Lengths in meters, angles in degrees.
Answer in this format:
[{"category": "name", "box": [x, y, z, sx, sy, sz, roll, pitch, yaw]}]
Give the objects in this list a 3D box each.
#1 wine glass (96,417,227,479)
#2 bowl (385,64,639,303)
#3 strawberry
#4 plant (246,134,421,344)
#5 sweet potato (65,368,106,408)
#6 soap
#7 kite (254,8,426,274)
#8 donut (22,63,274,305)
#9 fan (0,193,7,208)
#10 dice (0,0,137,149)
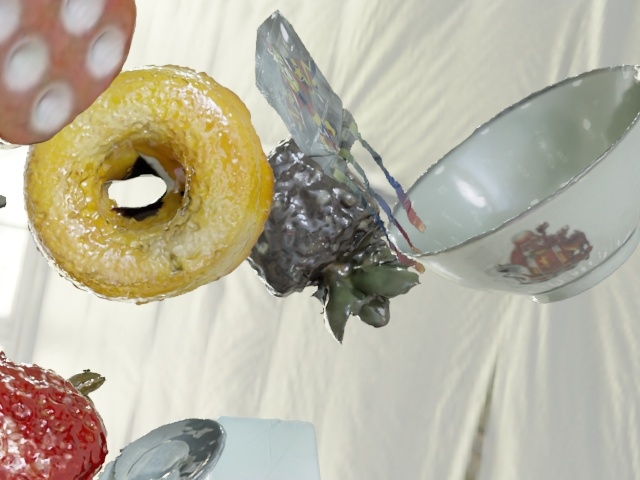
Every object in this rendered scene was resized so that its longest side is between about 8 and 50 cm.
[{"category": "wine glass", "box": [-0.077, 0.268, 0.996, 0.241, 0.126, 0.126, 64, -12, -23]}, {"category": "bowl", "box": [0.251, -0.034, 1.353, 0.337, 0.157, 0.337, -34, -164, 11]}, {"category": "strawberry", "box": [-0.381, 0.228, 1.308, 0.257, 0.277, 0.257, -33, -144, 28]}, {"category": "plant", "box": [0.000, 0.000, 1.841, 0.215, 0.312, 0.213, -44, -171, 2]}, {"category": "sweet potato", "box": [-0.375, 0.276, 1.614, 0.310, 0.124, 0.098, -37, -113, 18]}, {"category": "soap", "box": [-0.089, 0.390, 1.441, 0.115, 0.208, 0.347, -23, -114, 40]}, {"category": "kite", "box": [0.018, -0.077, 1.002, 0.015, 0.245, 0.141, -26, -153, 26]}, {"category": "donut", "box": [-0.172, -0.056, 1.201, 0.118, 0.253, 0.254, 167, -67, -83]}, {"category": "fan", "box": [-0.449, -0.081, 1.060, 0.294, 0.223, 0.012, 43, -40, 18]}, {"category": "dice", "box": [-0.253, -0.186, 0.929, 0.179, 0.175, 0.174, 25, -117, 31]}]
